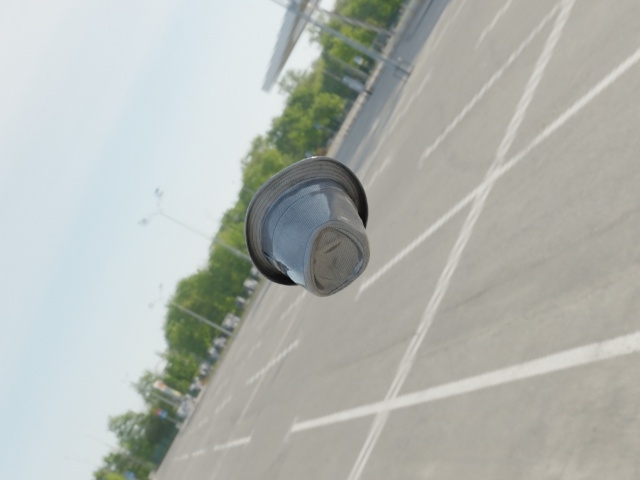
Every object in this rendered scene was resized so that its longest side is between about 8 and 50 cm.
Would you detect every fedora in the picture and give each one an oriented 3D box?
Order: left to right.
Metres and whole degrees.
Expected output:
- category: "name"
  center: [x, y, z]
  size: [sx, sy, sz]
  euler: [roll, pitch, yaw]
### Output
- category: "fedora"
  center: [0.000, 0.000, 1.549]
  size: [0.243, 0.124, 0.275]
  euler: [-27, -43, -14]
